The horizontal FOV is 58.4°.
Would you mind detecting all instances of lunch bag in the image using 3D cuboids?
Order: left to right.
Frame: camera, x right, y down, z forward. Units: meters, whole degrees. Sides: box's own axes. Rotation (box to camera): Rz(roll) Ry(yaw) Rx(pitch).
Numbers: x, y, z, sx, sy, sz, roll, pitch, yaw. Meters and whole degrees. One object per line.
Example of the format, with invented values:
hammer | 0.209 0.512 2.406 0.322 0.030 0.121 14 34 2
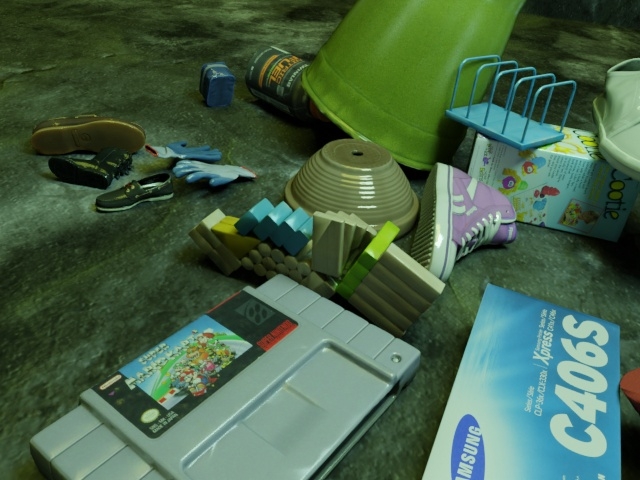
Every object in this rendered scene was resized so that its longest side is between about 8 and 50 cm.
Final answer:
lunch bag | -0.245 -0.367 1.348 0.067 0.098 0.065 -13 56 -29

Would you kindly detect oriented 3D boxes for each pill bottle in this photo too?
pill bottle | -0.054 -0.355 1.327 0.130 0.131 0.245 -23 43 -37

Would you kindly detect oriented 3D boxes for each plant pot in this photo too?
plant pot | 0.057 -0.100 0.977 0.237 0.110 0.237 5 34 -3
plant pot | 0.203 -0.387 1.112 0.366 0.353 0.367 23 32 -16

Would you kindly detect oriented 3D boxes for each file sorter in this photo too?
file sorter | 0.322 -0.240 0.973 0.118 0.105 0.170 -17 38 -32

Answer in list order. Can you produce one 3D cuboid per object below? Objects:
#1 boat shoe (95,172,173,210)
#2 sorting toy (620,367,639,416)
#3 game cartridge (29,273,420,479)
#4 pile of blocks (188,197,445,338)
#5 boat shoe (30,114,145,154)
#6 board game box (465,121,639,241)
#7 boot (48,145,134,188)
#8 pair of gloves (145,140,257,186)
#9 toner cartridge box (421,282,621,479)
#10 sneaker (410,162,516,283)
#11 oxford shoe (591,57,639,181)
boat shoe | -0.310 -0.083 0.954 0.132 0.042 0.049 -19 43 -30
sorting toy | 0.476 0.175 0.637 0.365 0.126 0.127 -13 5 -33
game cartridge | -0.079 0.166 0.599 0.230 0.068 0.355 30 40 25
pile of blocks | 0.000 0.000 0.779 0.361 0.149 0.113 18 35 19
boat shoe | -0.438 -0.207 1.091 0.206 0.073 0.073 0 36 -10
board game box | 0.406 -0.120 1.031 0.275 0.145 0.142 14 33 11
boot | -0.403 -0.138 1.018 0.121 0.045 0.099 16 36 2
pair of gloves | -0.222 -0.142 1.046 0.198 0.023 0.159 32 26 35
toner cartridge box | 0.214 0.188 0.594 0.165 0.075 0.348 17 35 17
sneaker | 0.235 -0.016 0.891 0.160 0.102 0.282 23 43 0
oxford shoe | 0.542 -0.196 0.921 0.169 0.130 0.449 14 33 6
